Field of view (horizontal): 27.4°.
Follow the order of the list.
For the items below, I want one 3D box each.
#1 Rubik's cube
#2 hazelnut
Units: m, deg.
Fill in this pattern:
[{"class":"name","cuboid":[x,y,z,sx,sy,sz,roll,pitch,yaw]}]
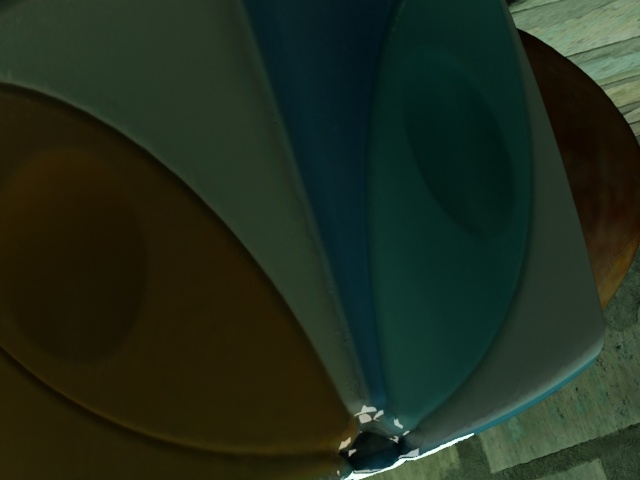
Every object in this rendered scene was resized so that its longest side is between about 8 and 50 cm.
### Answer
[{"class":"Rubik's cube","cuboid":[-0.049,-0.008,0.897,0.352,0.347,0.351,-22,174,37]},{"class":"hazelnut","cuboid":[0.109,-0.036,1.207,0.366,0.365,0.366,-18,175,-2]}]
